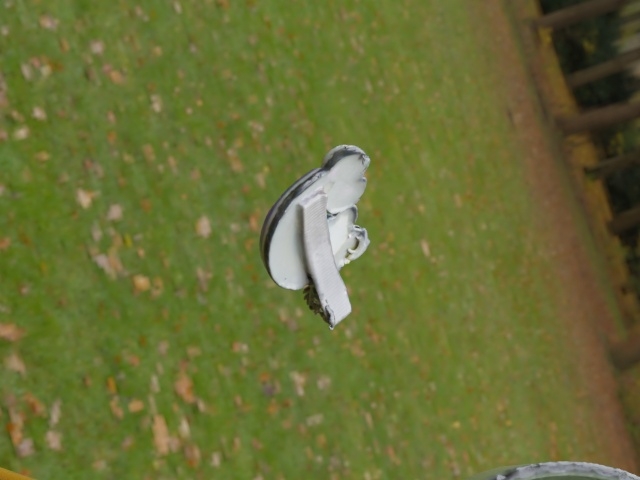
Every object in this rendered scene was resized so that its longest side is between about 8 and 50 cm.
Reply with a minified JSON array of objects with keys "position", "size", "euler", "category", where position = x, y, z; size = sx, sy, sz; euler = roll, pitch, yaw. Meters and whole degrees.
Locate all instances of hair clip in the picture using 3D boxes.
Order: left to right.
[{"position":[-0.001,0.000,1.180],"size":[0.049,0.116,0.172],"euler":[31,-36,37],"category":"hair clip"}]

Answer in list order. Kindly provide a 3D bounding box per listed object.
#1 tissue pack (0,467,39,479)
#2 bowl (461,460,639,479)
[{"position":[-0.204,0.248,0.832],"size":[0.145,0.274,0.194],"euler":[40,66,-35],"category":"tissue pack"},{"position":[0.119,0.220,0.764],"size":[0.112,0.211,0.211],"euler":[-159,-130,-82],"category":"bowl"}]
